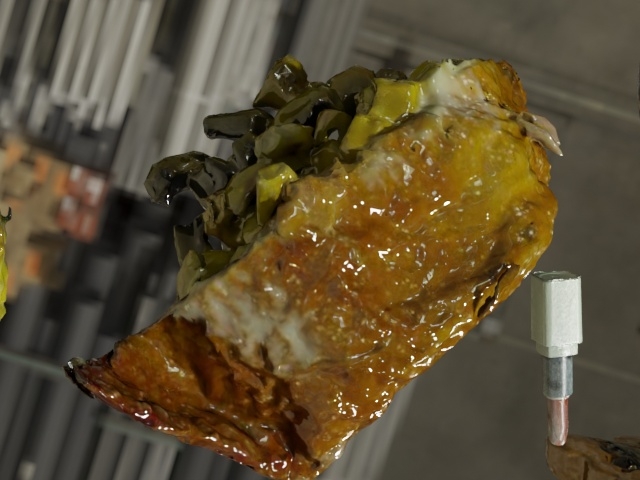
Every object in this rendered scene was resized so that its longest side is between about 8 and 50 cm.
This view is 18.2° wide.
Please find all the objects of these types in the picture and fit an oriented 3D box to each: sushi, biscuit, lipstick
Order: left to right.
[{"bbox_3d":[0.002,-0.002,1.022,0.296,0.179,0.167,-44,-178,-11],"label":"sushi"},{"bbox_3d":[0.144,0.072,1.211,0.025,0.025,0.107,-150,-125,-69],"label":"lipstick"},{"bbox_3d":[0.364,0.234,1.902,0.301,0.278,0.043,-3,111,-55],"label":"biscuit"}]

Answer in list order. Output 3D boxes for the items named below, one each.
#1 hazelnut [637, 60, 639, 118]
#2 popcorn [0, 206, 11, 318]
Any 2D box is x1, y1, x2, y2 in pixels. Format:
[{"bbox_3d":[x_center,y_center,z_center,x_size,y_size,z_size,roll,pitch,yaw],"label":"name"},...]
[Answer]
[{"bbox_3d":[0.323,-0.100,1.295,0.251,0.217,0.217,21,-85,43],"label":"hazelnut"},{"bbox_3d":[-0.339,0.021,1.793,0.173,0.142,0.174,-9,90,-77],"label":"popcorn"}]
